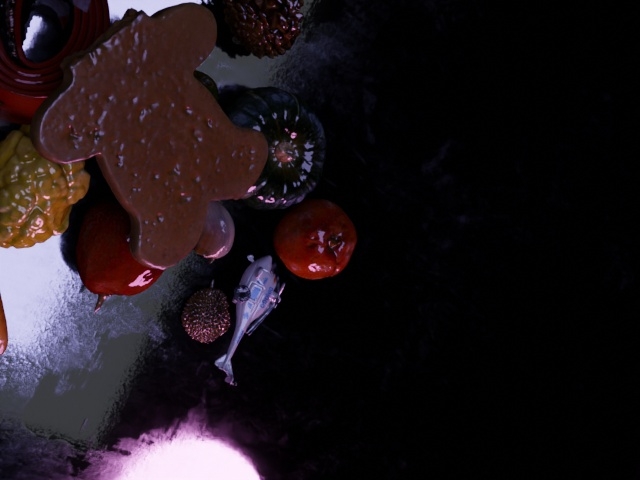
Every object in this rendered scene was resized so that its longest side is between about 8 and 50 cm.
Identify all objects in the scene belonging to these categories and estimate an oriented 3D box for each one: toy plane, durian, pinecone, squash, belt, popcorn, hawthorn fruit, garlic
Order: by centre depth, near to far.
[{"bbox_3d":[-0.472,-0.357,1.304,0.227,0.115,0.324,16,66,-24],"label":"belt"},{"bbox_3d":[-0.521,-0.099,1.354,0.200,0.203,0.226,-32,144,-46],"label":"popcorn"},{"bbox_3d":[-0.373,0.025,1.486,0.189,0.189,0.251,17,106,-32],"label":"hawthorn fruit"},{"bbox_3d":[-0.105,-0.443,1.538,0.173,0.173,0.174,-7,105,-28],"label":"pinecone"},{"bbox_3d":[-0.106,-0.184,1.588,0.252,0.165,0.252,-6,103,-27],"label":"squash"},{"bbox_3d":[-0.217,-0.026,1.620,0.084,0.066,0.152,1,103,-28],"label":"garlic"},{"bbox_3d":[-0.162,0.160,1.652,0.107,0.182,0.273,29,91,-12],"label":"toy plane"},{"bbox_3d":[-0.232,0.153,1.655,0.110,0.071,0.140,9,92,-31],"label":"durian"},{"bbox_3d":[0.000,0.000,1.674,0.179,0.200,0.179,-5,99,-32],"label":"hawthorn fruit"}]

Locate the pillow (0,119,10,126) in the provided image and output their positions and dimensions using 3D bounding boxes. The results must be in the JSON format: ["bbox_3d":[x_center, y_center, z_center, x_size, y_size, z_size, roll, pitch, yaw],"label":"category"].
[{"bbox_3d":[-0.652,-0.298,1.305,0.173,0.067,0.270,-23,109,-24],"label":"pillow"}]

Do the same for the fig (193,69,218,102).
[{"bbox_3d":[-0.264,-0.245,1.527,0.117,0.117,0.178,5,109,-31],"label":"fig"}]

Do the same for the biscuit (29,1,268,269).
[{"bbox_3d":[-0.270,-0.188,1.331,0.368,0.076,0.394,-49,131,-19],"label":"biscuit"}]

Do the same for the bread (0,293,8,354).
[{"bbox_3d":[-0.624,0.099,1.377,0.107,0.136,0.241,-12,106,-27],"label":"bread"}]
